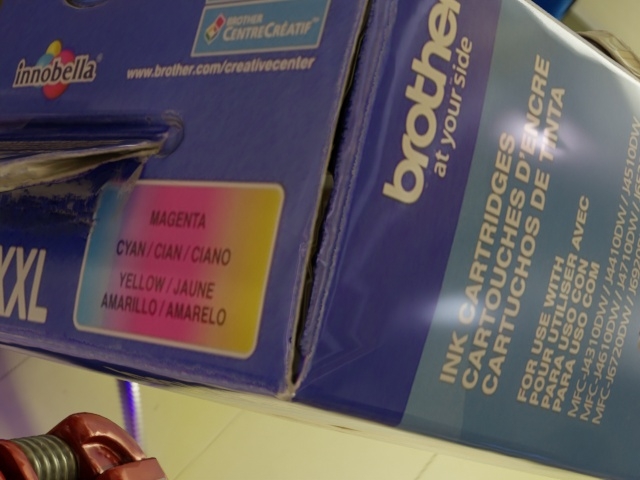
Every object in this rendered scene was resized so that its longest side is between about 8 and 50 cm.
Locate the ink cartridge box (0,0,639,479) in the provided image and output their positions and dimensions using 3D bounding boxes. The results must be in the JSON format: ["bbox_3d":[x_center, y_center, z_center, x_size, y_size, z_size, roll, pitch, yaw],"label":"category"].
[{"bbox_3d":[0.000,0.000,0.496,0.395,0.270,0.151,23,76,-44],"label":"ink cartridge box"}]

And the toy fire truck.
[{"bbox_3d":[-0.243,0.182,0.907,0.246,0.158,0.217,56,19,15],"label":"toy fire truck"}]

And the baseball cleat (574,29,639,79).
[{"bbox_3d":[0.138,-0.113,0.791,0.206,0.072,0.109,33,50,-17],"label":"baseball cleat"}]
